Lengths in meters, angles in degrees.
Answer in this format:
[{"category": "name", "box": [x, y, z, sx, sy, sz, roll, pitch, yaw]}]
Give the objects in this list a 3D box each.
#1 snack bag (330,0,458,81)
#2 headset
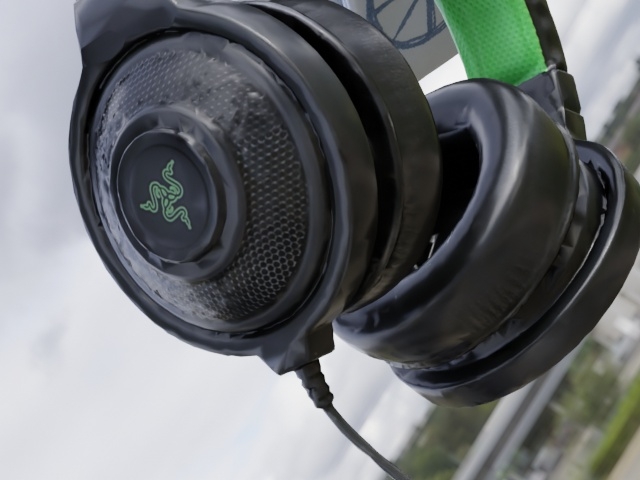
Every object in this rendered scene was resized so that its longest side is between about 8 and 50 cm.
[{"category": "snack bag", "box": [0.103, -0.284, 1.036, 0.323, 0.037, 0.343, -35, -45, -16]}, {"category": "headset", "box": [0.000, 0.000, 0.694, 0.243, 0.394, 0.185, 16, -32, -41]}]
